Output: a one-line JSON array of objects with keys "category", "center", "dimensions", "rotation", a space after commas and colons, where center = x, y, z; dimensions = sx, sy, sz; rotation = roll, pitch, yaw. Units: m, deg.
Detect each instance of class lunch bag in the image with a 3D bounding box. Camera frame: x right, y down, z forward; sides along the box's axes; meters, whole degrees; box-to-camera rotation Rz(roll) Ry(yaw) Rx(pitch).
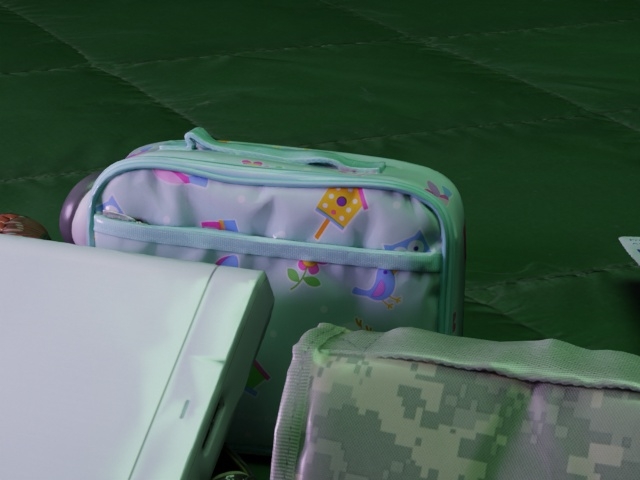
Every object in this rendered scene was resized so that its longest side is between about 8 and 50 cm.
[{"category": "lunch bag", "center": [0.105, 0.173, 0.771], "dimensions": [0.235, 0.287, 0.169], "rotation": [8, 20, 23]}, {"category": "lunch bag", "center": [-0.038, 0.037, 1.268], "dimensions": [0.279, 0.224, 0.108], "rotation": [5, 19, 9]}]

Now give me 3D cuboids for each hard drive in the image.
[{"category": "hard drive", "center": [-0.232, 0.097, 1.173], "dimensions": [0.353, 0.047, 0.233], "rotation": [7, 55, 18]}]

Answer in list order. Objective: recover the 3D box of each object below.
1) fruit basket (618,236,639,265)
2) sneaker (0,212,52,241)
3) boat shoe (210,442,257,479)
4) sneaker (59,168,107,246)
[{"category": "fruit basket", "center": [0.431, 0.019, 1.449], "dimensions": [0.327, 0.165, 0.353], "rotation": [1, 15, 1]}, {"category": "sneaker", "center": [-0.226, 0.053, 1.409], "dimensions": [0.135, 0.098, 0.276], "rotation": [0, 21, -2]}, {"category": "boat shoe", "center": [-0.061, 0.171, 1.138], "dimensions": [0.056, 0.049, 0.152], "rotation": [-6, 20, -22]}, {"category": "sneaker", "center": [-0.063, 0.027, 1.379], "dimensions": [0.270, 0.090, 0.145], "rotation": [25, 6, -37]}]
